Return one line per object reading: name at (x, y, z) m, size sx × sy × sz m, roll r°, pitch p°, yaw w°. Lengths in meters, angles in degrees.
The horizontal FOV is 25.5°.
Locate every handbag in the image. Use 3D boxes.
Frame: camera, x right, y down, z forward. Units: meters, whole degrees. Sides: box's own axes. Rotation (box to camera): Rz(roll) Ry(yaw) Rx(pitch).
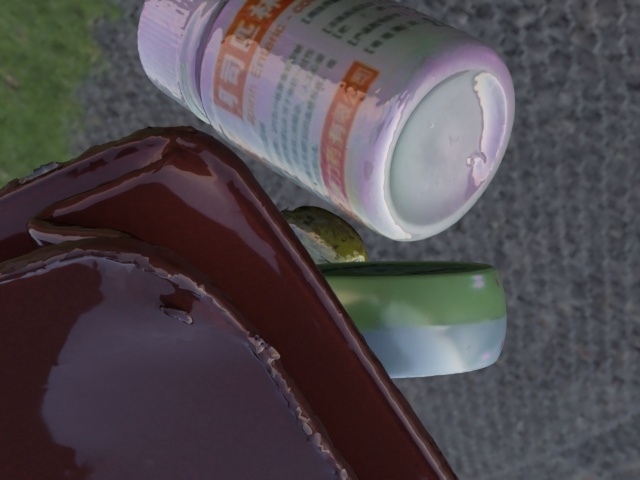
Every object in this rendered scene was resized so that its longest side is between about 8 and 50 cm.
handbag at (-0.097, 0.104, 0.570) m, size 0.276 × 0.084 × 0.260 m, roll -18°, pitch 121°, yaw 26°

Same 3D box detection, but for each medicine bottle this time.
medicine bottle at (-0.002, -0.171, 1.489) m, size 0.388 × 0.219 × 0.219 m, roll 34°, pitch 162°, yaw 38°

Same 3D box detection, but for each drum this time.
drum at (-0.028, 0.037, 0.723) m, size 0.253 × 0.049 × 0.130 m, roll 0°, pitch -176°, yaw 27°

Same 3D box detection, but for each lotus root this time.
lotus root at (0.000, 0.000, 1.271) m, size 0.099 × 0.049 × 0.054 m, roll 33°, pitch 132°, yaw 23°
